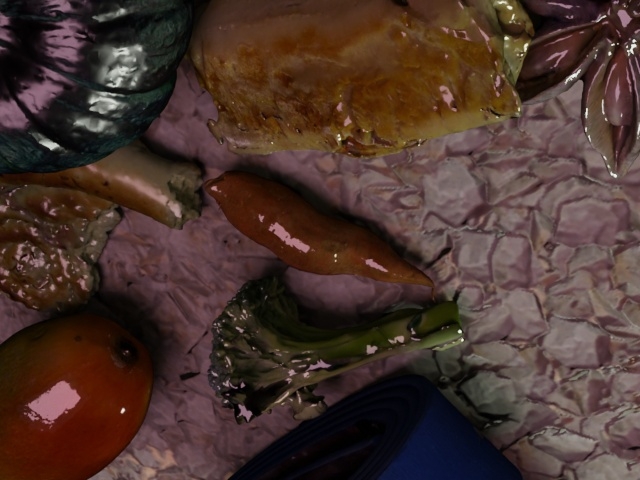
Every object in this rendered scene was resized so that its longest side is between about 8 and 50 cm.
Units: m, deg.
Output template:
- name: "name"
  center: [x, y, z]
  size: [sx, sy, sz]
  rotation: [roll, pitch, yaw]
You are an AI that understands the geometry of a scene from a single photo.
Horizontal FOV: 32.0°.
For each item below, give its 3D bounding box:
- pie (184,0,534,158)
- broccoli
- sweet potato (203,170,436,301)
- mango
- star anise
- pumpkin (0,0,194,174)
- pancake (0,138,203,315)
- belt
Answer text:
- name: "pie"
  center: [0.010, -0.115, 0.721]
  size: [0.282, 0.068, 0.128]
  rotation: [-3, 120, 44]
- name: "broccoli"
  center: [0.011, 0.081, 0.868]
  size: [0.204, 0.118, 0.122]
  rotation: [-10, 88, 12]
- name: "sweet potato"
  center: [0.000, 0.000, 0.837]
  size: [0.195, 0.056, 0.056]
  rotation: [24, 129, 1]
- name: "mango"
  center: [-0.251, 0.160, 1.013]
  size: [0.146, 0.129, 0.289]
  rotation: [19, 146, -22]
- name: "star anise"
  center: [0.193, -0.127, 0.648]
  size: [0.197, 0.073, 0.212]
  rotation: [39, 132, -1]
- name: "pumpkin"
  center: [-0.209, -0.149, 0.702]
  size: [0.248, 0.248, 0.248]
  rotation: [12, 126, 16]
- name: "pancake"
  center: [-0.257, -0.010, 0.943]
  size: [0.377, 0.054, 0.197]
  rotation: [-16, 116, 33]
- name: "belt"
  center: [0.000, 0.242, 0.899]
  size: [0.117, 0.212, 0.347]
  rotation: [45, 129, -11]
